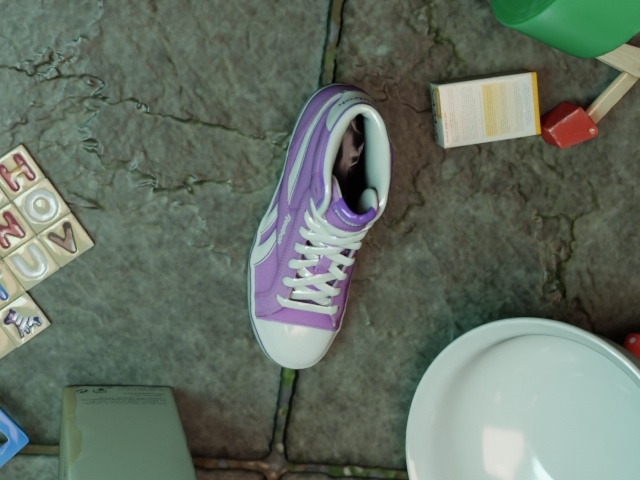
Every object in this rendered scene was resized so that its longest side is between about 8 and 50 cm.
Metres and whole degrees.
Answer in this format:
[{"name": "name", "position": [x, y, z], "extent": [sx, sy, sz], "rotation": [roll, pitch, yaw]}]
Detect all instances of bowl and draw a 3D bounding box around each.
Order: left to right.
[{"name": "bowl", "position": [0.241, 0.207, 1.382], "extent": [0.134, 0.298, 0.298], "rotation": [-16, 111, -52]}]

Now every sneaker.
[{"name": "sneaker", "position": [-0.001, 0.000, 1.311], "extent": [0.102, 0.161, 0.282], "rotation": [6, 103, -13]}]

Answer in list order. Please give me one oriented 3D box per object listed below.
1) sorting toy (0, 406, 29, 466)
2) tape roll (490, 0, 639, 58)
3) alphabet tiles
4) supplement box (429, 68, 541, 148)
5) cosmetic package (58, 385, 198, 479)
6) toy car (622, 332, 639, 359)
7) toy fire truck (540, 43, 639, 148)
[{"name": "sorting toy", "position": [-0.420, 0.275, 1.357], "extent": [0.196, 0.047, 0.348], "rotation": [33, 96, -11]}, {"name": "tape roll", "position": [0.254, -0.314, 1.201], "extent": [0.077, 0.321, 0.321], "rotation": [22, 98, -13]}, {"name": "alphabet tiles", "position": [-0.342, 0.023, 1.333], "extent": [0.237, 0.009, 0.198], "rotation": [-34, 106, -1]}, {"name": "supplement box", "position": [0.158, -0.127, 1.373], "extent": [0.098, 0.036, 0.062], "rotation": [-8, 104, -8]}, {"name": "cosmetic package", "position": [-0.173, 0.250, 1.257], "extent": [0.113, 0.309, 0.160], "rotation": [2, 102, -11]}, {"name": "toy car", "position": [0.443, 0.103, 1.439], "extent": [0.239, 0.053, 0.225], "rotation": [37, 77, -13]}, {"name": "toy fire truck", "position": [0.275, -0.191, 1.375], "extent": [0.192, 0.047, 0.135], "rotation": [-33, 106, -2]}]
